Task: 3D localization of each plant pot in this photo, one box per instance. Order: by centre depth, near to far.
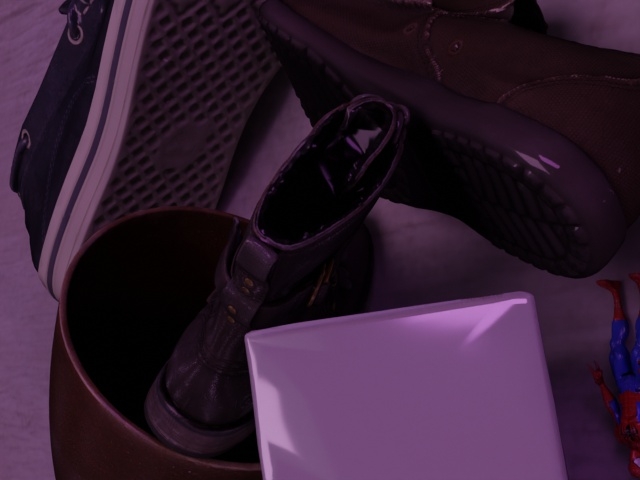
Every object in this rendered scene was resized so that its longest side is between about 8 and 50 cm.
[{"bbox_3d":[-0.109,0.131,0.989,0.230,0.215,0.215,-60,44,43],"label":"plant pot"}]

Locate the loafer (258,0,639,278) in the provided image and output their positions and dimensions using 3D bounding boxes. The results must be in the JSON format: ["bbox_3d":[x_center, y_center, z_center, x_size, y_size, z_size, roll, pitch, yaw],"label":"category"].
[{"bbox_3d":[0.090,-0.091,0.863,0.130,0.134,0.366,-38,39,-13],"label":"loafer"}]

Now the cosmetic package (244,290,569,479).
[{"bbox_3d":[0.069,0.238,0.715,0.156,0.217,0.385,-10,71,4],"label":"cosmetic package"}]

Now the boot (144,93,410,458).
[{"bbox_3d":[0.000,0.000,0.828,0.091,0.263,0.229,33,133,4],"label":"boot"}]

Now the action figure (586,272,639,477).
[{"bbox_3d":[0.177,0.078,0.787,0.038,0.030,0.115,-15,75,41],"label":"action figure"}]

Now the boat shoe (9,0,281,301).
[{"bbox_3d":[-0.112,-0.168,1.039,0.156,0.187,0.500,50,126,34],"label":"boat shoe"}]
